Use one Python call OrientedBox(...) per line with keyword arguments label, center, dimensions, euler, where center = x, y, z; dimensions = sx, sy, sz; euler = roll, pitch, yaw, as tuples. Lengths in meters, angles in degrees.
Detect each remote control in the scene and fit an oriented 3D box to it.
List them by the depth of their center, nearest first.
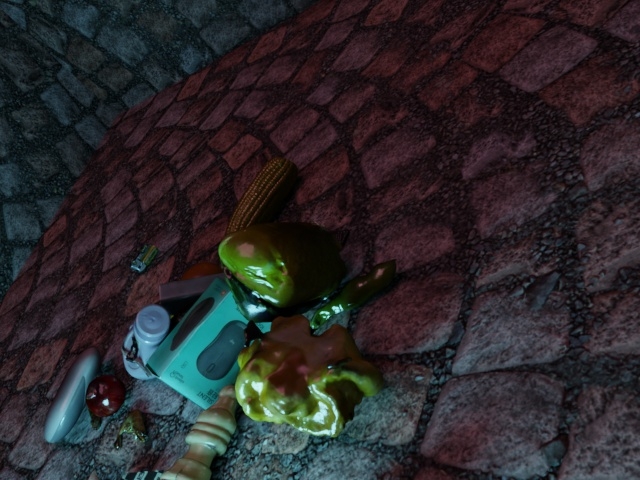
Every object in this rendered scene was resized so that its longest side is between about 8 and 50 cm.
OrientedBox(label="remote control", center=(-0.816, 0.506, 2.192), dimensions=(0.221, 0.103, 0.332), euler=(-48, 19, 50))

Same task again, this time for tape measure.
OrientedBox(label="tape measure", center=(-0.540, 0.340, 2.054), dimensions=(0.196, 0.105, 0.178), euler=(-5, 80, 40))

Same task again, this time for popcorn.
OrientedBox(label="popcorn", center=(-0.041, 0.308, 1.475), dimensions=(0.297, 0.281, 0.316), euler=(-23, 42, -24))

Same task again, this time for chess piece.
OrientedBox(label="chess piece", center=(-0.286, 0.501, 1.656), dimensions=(0.307, 0.124, 0.139), euler=(-65, 5, -33))

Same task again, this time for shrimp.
OrientedBox(label="shrimp", center=(-0.557, 0.568, 1.937), dimensions=(0.124, 0.034, 0.178), euler=(-50, 32, -3))

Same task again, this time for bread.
OrientedBox(label="bread", center=(-0.087, 0.066, 1.686), dimensions=(0.208, 0.376, 0.251), euler=(-31, 80, 24))

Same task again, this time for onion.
OrientedBox(label="onion", center=(-0.672, 0.485, 2.073), dimensions=(0.131, 0.131, 0.131), euler=(-28, 36, 23))

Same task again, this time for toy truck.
OrientedBox(label="toy truck", center=(-0.690, 0.068, 2.601), dimensions=(0.123, 0.063, 0.052), euler=(-60, 14, -22))

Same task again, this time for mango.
OrientedBox(label="mango", center=(-0.393, 0.186, 2.085), dimensions=(0.254, 0.139, 0.175), euler=(-54, 28, 1))

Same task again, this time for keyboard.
OrientedBox(label="keyboard", center=(0.000, 0.000, 1.969), dimensions=(0.204, 0.013, 0.061), euler=(-4, 50, 45))

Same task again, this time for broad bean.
OrientedBox(label="broad bean", center=(0.077, 0.155, 1.685), dimensions=(0.318, 0.056, 0.098), euler=(-45, 39, 9))

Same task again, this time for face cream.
OrientedBox(label="face cream", center=(-0.478, 0.256, 1.864), dimensions=(0.274, 0.096, 0.154), euler=(131, 141, -64))

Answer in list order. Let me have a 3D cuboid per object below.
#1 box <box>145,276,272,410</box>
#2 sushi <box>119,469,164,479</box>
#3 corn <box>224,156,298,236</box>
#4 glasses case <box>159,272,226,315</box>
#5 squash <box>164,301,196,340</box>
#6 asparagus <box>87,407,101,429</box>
OrientedBox(label="box", center=(-0.289, 0.283, 1.802), dimensions=(0.311, 0.205, 0.118), euler=(-50, 30, -10))
OrientedBox(label="sushi", center=(-0.486, 0.725, 1.677), dimensions=(0.192, 0.043, 0.280), euler=(-19, 41, 33))
OrientedBox(label="corn", center=(-0.200, -0.128, 2.227), dimensions=(0.131, 0.131, 0.344), euler=(7, 60, 50))
OrientedBox(label="glasses case", center=(-0.333, 0.161, 1.958), dimensions=(0.266, 0.105, 0.056), euler=(-10, 30, -5))
OrientedBox(label="squash", center=(-0.365, 0.269, 1.919), dimensions=(0.193, 0.193, 0.156), euler=(-34, 57, 16))
OrientedBox(label="asparagus", center=(-0.724, 0.558, 2.130), dimensions=(0.036, 0.030, 0.165), euler=(-31, 30, -12))
